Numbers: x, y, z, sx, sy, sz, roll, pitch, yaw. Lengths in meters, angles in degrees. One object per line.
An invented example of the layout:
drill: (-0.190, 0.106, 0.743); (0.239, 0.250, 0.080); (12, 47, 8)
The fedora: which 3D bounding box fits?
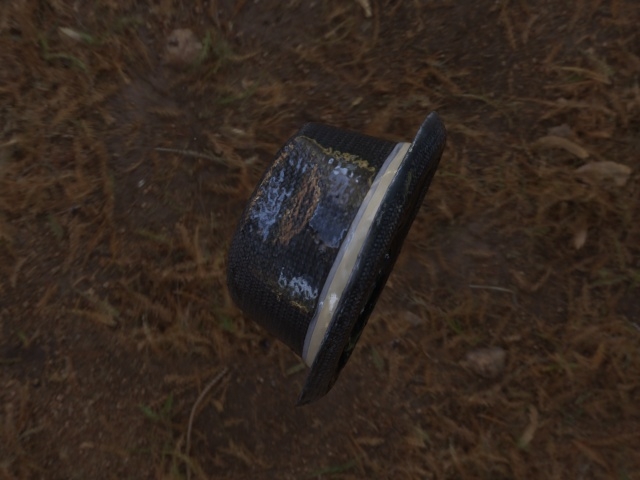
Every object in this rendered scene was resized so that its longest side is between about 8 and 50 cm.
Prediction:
fedora: (0.000, 0.000, 0.861); (0.153, 0.334, 0.334); (25, 93, 7)
